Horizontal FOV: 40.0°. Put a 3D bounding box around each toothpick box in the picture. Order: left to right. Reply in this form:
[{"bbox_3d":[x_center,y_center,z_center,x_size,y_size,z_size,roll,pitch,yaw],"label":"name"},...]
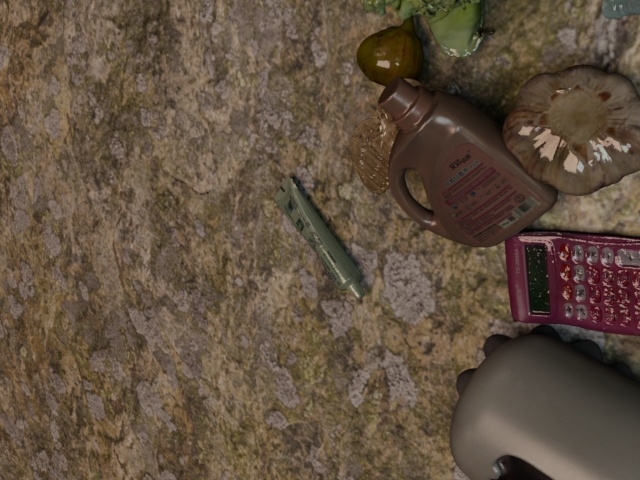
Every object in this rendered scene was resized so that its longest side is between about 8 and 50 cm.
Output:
[{"bbox_3d":[0.301,0.231,1.045,0.316,0.229,0.228,31,126,33],"label":"toothpick box"}]

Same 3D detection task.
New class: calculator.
[{"bbox_3d":[0.315,0.049,1.066,0.191,0.034,0.126,5,110,36],"label":"calculator"}]

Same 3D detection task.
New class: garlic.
[{"bbox_3d":[0.283,-0.120,0.965,0.159,0.102,0.147,6,81,18],"label":"garlic"}]

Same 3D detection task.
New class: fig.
[{"bbox_3d":[0.097,-0.242,1.120,0.098,0.082,0.084,-61,28,23],"label":"fig"}]

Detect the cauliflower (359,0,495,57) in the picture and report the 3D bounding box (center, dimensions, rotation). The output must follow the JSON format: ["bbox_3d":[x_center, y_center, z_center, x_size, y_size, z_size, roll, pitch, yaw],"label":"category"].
[{"bbox_3d":[0.117,-0.350,0.941,0.281,0.327,0.260,84,178,-87],"label":"cauliflower"}]

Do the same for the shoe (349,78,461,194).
[{"bbox_3d":[0.110,-0.141,1.138,0.089,0.092,0.180,52,138,19],"label":"shoe"}]

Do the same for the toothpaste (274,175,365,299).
[{"bbox_3d":[0.000,0.000,1.338,0.218,0.041,0.064,54,141,17],"label":"toothpaste"}]

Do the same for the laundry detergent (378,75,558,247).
[{"bbox_3d":[0.146,-0.086,1.049,0.237,0.076,0.171,33,134,-18],"label":"laundry detergent"}]

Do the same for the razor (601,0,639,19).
[{"bbox_3d":[0.386,-0.247,0.861,0.232,0.068,0.106,6,111,49],"label":"razor"}]
